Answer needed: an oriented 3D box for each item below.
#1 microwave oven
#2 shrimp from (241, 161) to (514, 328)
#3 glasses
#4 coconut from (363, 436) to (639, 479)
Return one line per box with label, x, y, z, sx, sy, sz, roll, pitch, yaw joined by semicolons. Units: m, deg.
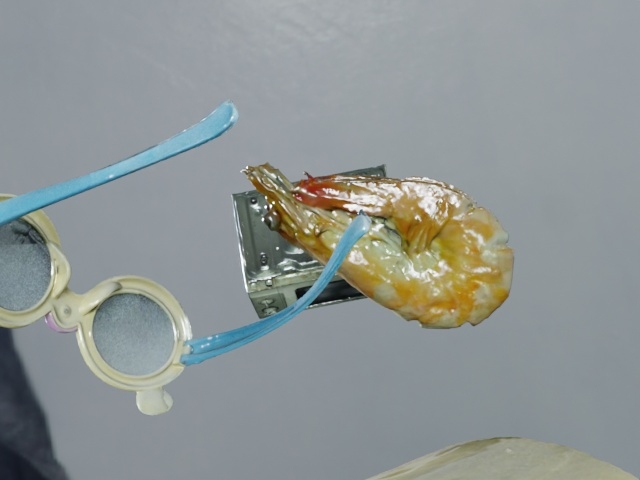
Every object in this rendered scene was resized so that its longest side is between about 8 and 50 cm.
microwave oven;0.000;0.000;1.289;0.129;0.205;0.163;77;-179;-69
shrimp;0.057;-0.010;0.993;0.062;0.294;0.154;-80;16;-62
glasses;-0.091;-0.004;0.611;0.190;0.221;0.088;38;-151;-37
coconut;0.077;0.208;0.416;0.259;0.259;0.259;-10;-90;-87
